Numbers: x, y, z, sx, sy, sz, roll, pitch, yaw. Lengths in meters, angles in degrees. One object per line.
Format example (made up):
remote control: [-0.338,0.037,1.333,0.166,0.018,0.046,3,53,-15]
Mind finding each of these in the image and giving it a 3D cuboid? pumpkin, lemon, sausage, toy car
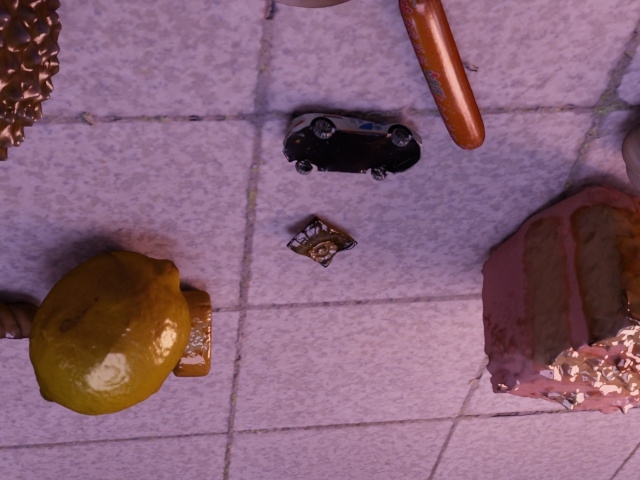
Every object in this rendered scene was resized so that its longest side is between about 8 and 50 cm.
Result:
pumpkin: [0.000,-0.002,1.736,0.073,0.035,0.101,-39,133,20]
lemon: [-0.322,0.141,1.682,0.288,0.233,0.233,-49,138,-1]
sausage: [0.163,-0.222,1.433,0.053,0.053,0.348,-17,145,12]
toy car: [0.047,-0.134,1.533,0.205,0.056,0.095,2,144,-21]

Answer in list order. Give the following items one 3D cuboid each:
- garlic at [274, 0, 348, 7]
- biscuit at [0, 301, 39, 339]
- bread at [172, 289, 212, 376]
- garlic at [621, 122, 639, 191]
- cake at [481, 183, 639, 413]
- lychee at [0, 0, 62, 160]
garlic: [0.017,-0.354,1.155,0.279,0.132,0.325,-14,141,22]
biscuit: [-0.532,0.125,1.770,0.183,0.061,0.118,7,-176,-21]
bread: [-0.224,0.156,1.833,0.073,0.149,0.122,0,-173,-13]
garlic: [0.540,-0.090,1.556,0.199,0.226,0.199,-1,147,-1]
cake: [0.464,0.104,1.768,0.314,0.293,0.307,20,142,-29]
lychee: [-0.469,-0.185,1.087,0.432,0.380,0.380,-14,149,-22]
